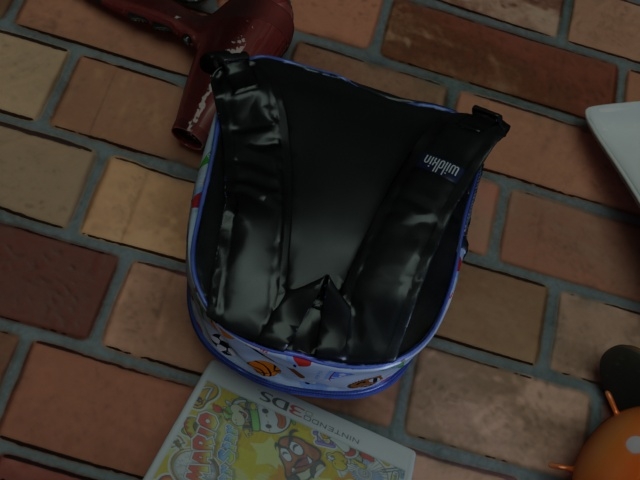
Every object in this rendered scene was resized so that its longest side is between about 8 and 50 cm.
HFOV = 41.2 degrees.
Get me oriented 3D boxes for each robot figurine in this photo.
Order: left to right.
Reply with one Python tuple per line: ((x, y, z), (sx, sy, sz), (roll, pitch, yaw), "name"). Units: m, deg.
((0.312, 0.234, 0.735), (0.219, 0.158, 0.128), (38, 52, 14), "robot figurine")

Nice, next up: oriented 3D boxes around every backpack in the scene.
((0.000, 0.000, 0.739), (0.276, 0.213, 0.264), (13, 58, 3), "backpack")

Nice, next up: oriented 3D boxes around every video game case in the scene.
((-0.034, 0.209, 0.679), (0.206, 0.026, 0.227), (24, 32, 1), "video game case")

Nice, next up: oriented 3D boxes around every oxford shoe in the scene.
((0.354, 0.175, 0.812), (0.212, 0.076, 0.076), (46, 44, 6), "oxford shoe")

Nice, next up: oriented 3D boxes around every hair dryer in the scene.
((-0.139, -0.223, 0.896), (0.223, 0.080, 0.294), (-16, 65, 1), "hair dryer")

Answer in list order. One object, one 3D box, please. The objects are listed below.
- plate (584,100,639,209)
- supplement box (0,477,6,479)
((0.447, -0.043, 0.897), (0.277, 0.045, 0.278), (-7, 55, -14), "plate")
((-0.262, 0.310, 0.609), (0.130, 0.073, 0.239), (23, 61, 33), "supplement box")
